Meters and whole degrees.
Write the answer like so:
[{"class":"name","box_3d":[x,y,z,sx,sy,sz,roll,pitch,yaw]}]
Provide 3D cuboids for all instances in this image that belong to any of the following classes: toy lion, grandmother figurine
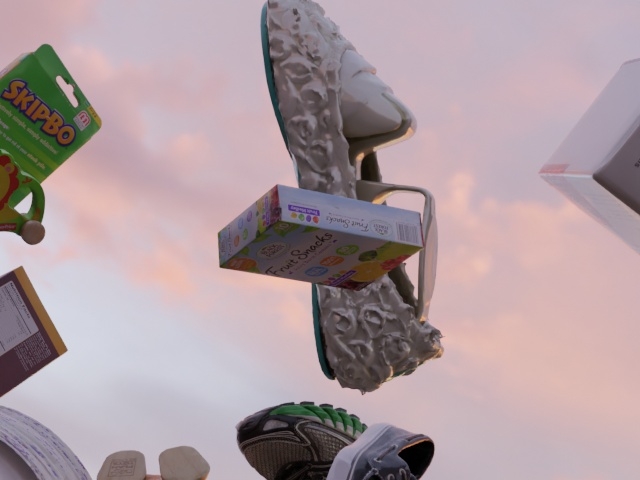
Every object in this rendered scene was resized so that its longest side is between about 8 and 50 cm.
[{"class":"toy lion","box_3d":[-0.306,-0.044,1.303,0.100,0.096,0.034,-2,22,-36]},{"class":"grandmother figurine","box_3d":[-0.184,0.402,1.558,0.207,0.104,0.342,-1,-67,6]}]

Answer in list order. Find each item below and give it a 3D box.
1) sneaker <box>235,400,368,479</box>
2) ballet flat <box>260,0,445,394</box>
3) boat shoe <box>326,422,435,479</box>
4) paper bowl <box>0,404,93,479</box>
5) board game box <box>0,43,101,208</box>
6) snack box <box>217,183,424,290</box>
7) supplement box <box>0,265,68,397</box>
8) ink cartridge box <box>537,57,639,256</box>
[{"class":"sneaker","box_3d":[0.026,0.318,1.677,0.134,0.146,0.343,-28,-58,33]},{"class":"ballet flat","box_3d":[0.044,-0.058,1.358,0.147,0.409,0.147,-10,-8,-1]},{"class":"boat shoe","box_3d":[0.062,0.238,1.348,0.076,0.080,0.228,4,10,17]},{"class":"paper bowl","box_3d":[-0.337,0.289,1.220,0.284,0.284,0.148,8,2,18]},{"class":"board game box","box_3d":[-0.365,-0.098,1.542,0.039,0.259,0.124,9,-42,51]},{"class":"snack box","box_3d":[0.000,0.000,1.143,0.141,0.037,0.100,11,-30,-31]},{"class":"supplement box","box_3d":[-0.469,0.149,1.766,0.191,0.194,0.129,-22,-81,34]},{"class":"ink cartridge box","box_3d":[0.428,-0.006,1.343,0.384,0.160,0.279,38,0,-4]}]
